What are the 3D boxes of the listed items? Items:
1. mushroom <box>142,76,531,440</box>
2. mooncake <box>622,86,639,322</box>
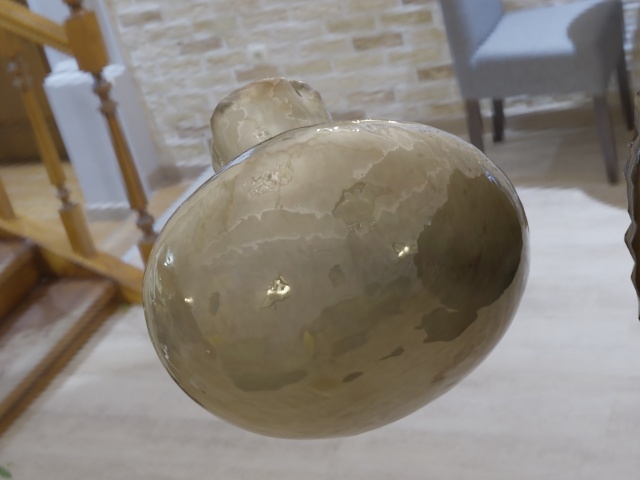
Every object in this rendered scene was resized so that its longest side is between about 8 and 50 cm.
[{"bbox_3d":[0.000,0.000,0.585,0.204,0.204,0.204,-12,26,6],"label":"mushroom"},{"bbox_3d":[0.326,-0.014,0.466,0.246,0.393,0.394,12,-21,-25],"label":"mooncake"}]
